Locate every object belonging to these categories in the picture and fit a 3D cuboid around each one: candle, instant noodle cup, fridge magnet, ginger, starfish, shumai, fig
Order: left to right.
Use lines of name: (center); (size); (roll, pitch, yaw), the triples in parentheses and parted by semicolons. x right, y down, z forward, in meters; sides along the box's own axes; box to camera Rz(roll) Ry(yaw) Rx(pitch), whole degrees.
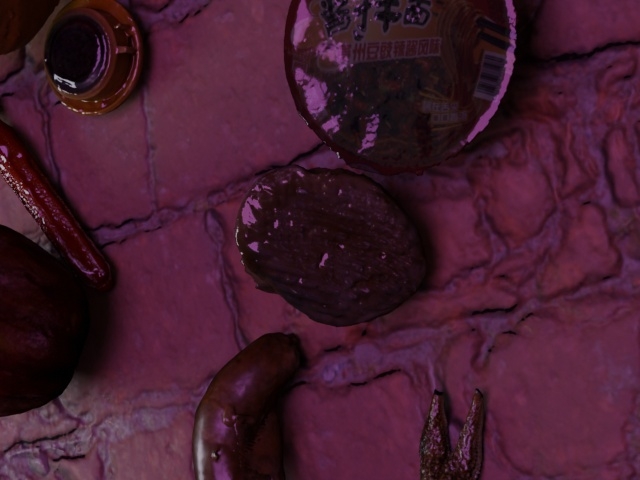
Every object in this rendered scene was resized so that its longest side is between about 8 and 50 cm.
fig: (-0.384, 0.087, 2.011); (0.224, 0.263, 0.224); (-16, 42, 15)
candle: (-0.347, -0.066, 2.093); (0.048, 0.051, 0.329); (-43, 69, 13)
fridge magnet: (-0.270, -0.217, 2.038); (0.143, 0.063, 0.143); (1, 92, 29)
ginger: (-0.079, 0.258, 1.880); (0.133, 0.107, 0.309); (-40, 50, 55)
shumai: (0.000, 0.000, 1.832); (0.153, 0.209, 0.161); (-158, 88, -75)
instant noodle cup: (0.099, -0.201, 1.793); (0.274, 0.090, 0.274); (0, 91, 32)
starfish: (0.139, 0.263, 1.800); (0.216, 0.050, 0.224); (2, 96, 24)

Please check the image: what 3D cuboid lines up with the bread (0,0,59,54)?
bread: (-0.455, -0.377, 1.988); (0.215, 0.398, 0.398); (-25, 77, 34)
